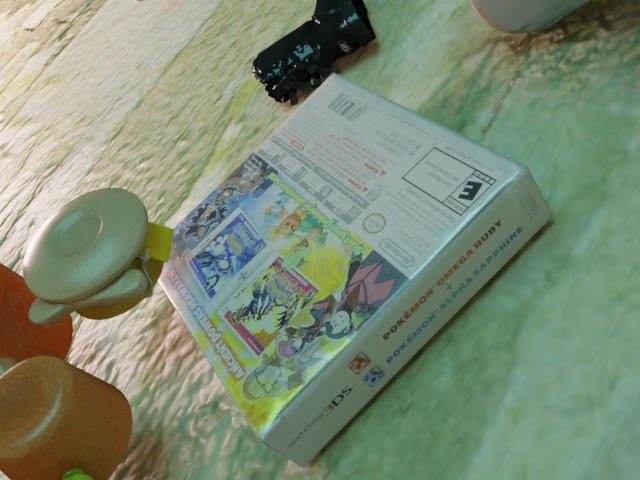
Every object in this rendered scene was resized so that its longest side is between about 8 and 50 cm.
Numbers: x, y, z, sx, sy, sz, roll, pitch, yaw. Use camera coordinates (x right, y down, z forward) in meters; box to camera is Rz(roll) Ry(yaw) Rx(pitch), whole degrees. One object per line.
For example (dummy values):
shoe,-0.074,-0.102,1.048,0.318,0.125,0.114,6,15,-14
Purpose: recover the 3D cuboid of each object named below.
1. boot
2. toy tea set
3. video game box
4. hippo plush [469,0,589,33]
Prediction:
boot,-0.009,-0.171,0.625,0.099,0.045,0.121,-31,39,19
toy tea set,-0.180,0.130,0.442,0.200,0.124,0.336,-11,50,17
video game box,0.000,0.000,0.448,0.187,0.048,0.205,-43,37,-4
hippo plush,0.184,-0.279,0.404,0.294,0.234,0.236,3,56,43
